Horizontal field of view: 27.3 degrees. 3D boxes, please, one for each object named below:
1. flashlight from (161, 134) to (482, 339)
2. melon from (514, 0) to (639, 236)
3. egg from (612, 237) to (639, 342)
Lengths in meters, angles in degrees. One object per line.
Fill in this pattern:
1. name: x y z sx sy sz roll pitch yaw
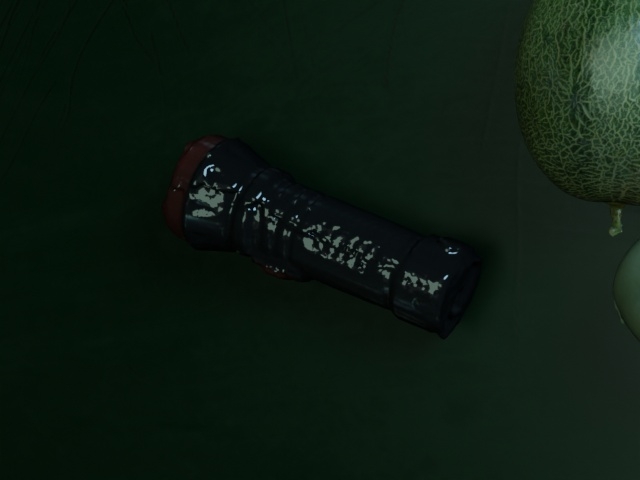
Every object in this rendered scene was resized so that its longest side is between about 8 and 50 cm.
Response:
1. flashlight: 0.000 0.000 0.941 0.232 0.093 0.093 25 105 22
2. melon: 0.186 -0.098 0.800 0.139 0.139 0.192 6 97 28
3. egg: 0.250 0.032 0.787 0.152 0.114 0.114 -1 93 31
